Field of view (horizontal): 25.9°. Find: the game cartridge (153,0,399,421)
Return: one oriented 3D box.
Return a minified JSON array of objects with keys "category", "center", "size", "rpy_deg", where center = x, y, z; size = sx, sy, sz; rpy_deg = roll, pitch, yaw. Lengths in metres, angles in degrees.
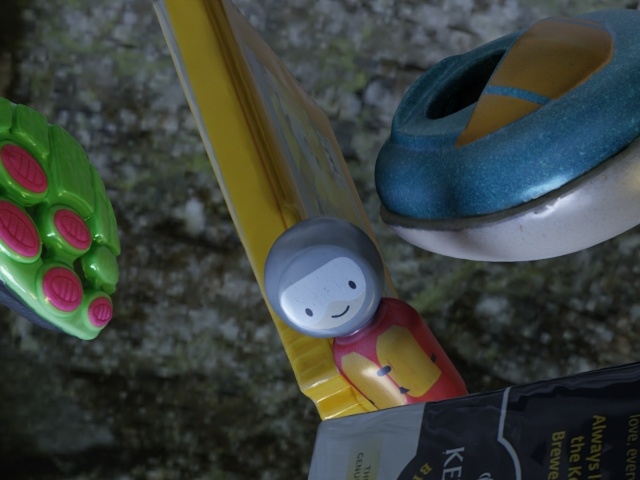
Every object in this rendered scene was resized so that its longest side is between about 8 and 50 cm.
[{"category":"game cartridge","center":[0.000,0.000,1.017],"size":[0.052,0.285,0.324],"rpy_deg":[-27,-113,9]}]

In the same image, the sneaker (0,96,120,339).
[{"category":"sneaker","center":[-0.379,-0.052,1.276],"size":[0.482,0.202,0.185],"rpy_deg":[36,-127,-36]}]

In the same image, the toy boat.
[{"category":"toy boat","center":[0.097,-0.037,0.844],"size":[0.148,0.267,0.318],"rpy_deg":[50,-121,-20]}]

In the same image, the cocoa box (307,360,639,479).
[{"category":"cocoa box","center":[0.121,0.247,0.503],"size":[0.228,0.231,0.347],"rpy_deg":[-16,-135,32]}]
